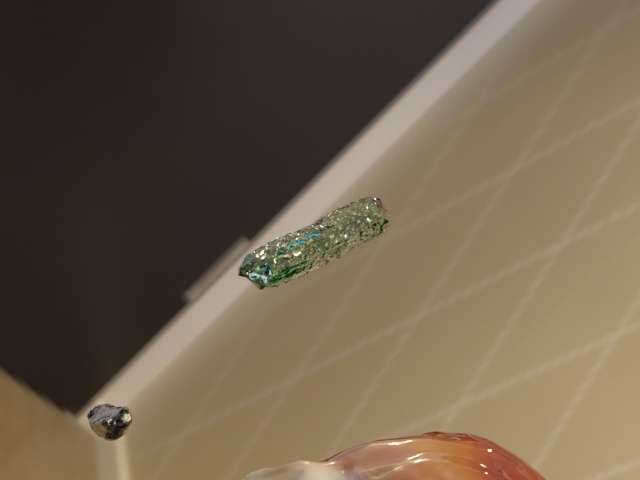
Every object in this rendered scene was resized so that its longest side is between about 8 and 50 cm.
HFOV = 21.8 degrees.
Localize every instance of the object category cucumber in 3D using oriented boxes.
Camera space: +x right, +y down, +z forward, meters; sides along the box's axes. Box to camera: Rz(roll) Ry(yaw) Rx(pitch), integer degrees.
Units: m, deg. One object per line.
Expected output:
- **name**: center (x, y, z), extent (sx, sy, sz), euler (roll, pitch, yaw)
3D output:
- **cucumber**: center (0.000, 0.001, 1.511), extent (0.256, 0.044, 0.043), euler (-25, 92, -60)
- **cucumber**: center (-0.197, 0.173, 1.560), extent (0.034, 0.033, 0.135), euler (65, -14, -5)

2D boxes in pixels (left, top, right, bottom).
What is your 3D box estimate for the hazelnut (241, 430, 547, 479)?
- **hazelnut**: center (0.033, 0.227, 1.004), extent (0.241, 0.261, 0.261), euler (47, 11, -30)
